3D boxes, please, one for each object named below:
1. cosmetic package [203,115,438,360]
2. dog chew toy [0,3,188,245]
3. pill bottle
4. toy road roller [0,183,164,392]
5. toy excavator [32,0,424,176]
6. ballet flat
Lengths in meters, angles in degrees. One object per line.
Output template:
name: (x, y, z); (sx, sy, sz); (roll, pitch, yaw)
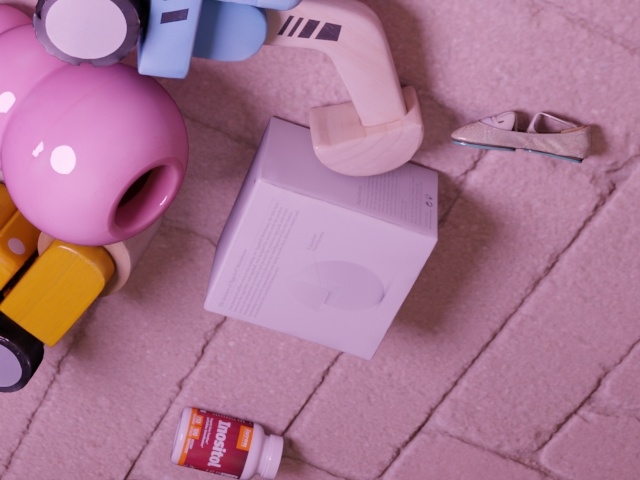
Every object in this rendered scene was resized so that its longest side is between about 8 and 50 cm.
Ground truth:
cosmetic package: (0.000, 0.000, 1.692); (0.225, 0.138, 0.224); (18, 129, -11)
dog chew toy: (-0.302, -0.144, 1.528); (0.332, 0.207, 0.206); (40, 133, 22)
pill bottle: (-0.134, 0.297, 1.988); (0.152, 0.086, 0.086); (14, 130, -7)
toy road roller: (-0.375, 0.006, 1.701); (0.241, 0.202, 0.329); (40, 124, -12)
toy excavator: (-0.071, -0.262, 1.454); (0.445, 0.222, 0.433); (6, 132, -11)
ballet flat: (0.238, -0.129, 1.628); (0.168, 0.057, 0.052); (8, 102, -6)
